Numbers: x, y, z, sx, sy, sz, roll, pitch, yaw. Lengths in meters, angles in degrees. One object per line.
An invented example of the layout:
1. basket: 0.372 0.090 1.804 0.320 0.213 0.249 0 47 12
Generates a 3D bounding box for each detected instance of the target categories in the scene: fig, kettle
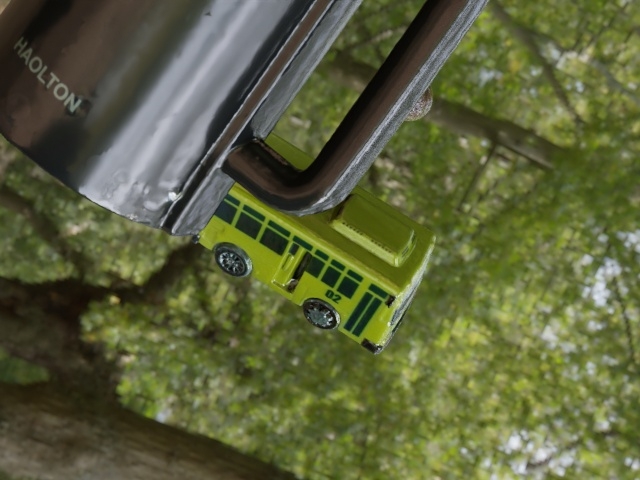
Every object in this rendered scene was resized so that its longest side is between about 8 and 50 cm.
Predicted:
1. fig: 0.117 -0.219 1.635 0.098 0.084 0.082 -91 -166 -44
2. kettle: -0.068 -0.166 0.796 0.308 0.203 0.262 -49 -137 18

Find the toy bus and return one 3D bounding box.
1. toy bus: 0.000 0.000 1.357 0.128 0.262 0.150 -55 176 -42
